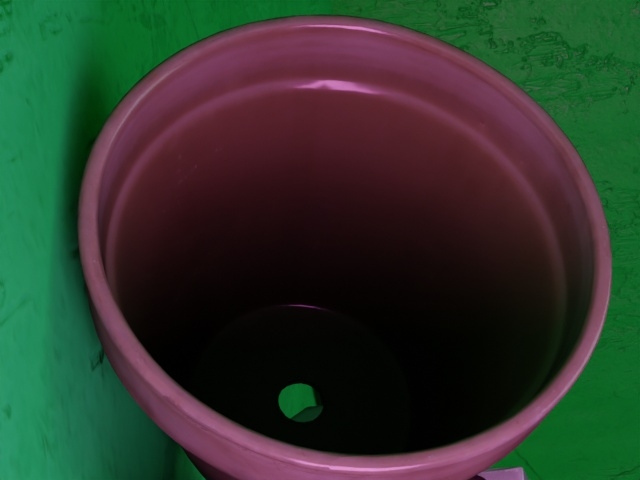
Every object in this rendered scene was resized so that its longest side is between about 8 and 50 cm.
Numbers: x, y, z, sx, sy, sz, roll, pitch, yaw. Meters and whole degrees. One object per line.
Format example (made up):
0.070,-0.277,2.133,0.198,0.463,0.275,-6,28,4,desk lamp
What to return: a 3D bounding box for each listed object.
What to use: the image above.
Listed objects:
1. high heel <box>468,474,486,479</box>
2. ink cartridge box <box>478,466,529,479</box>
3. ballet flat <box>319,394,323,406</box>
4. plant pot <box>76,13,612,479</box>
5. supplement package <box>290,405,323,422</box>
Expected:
0.106,0.282,0.890,0.181,0.127,0.377,55,-9,18,high heel
0.204,0.401,1.257,0.296,0.066,0.261,57,31,-57,ink cartridge box
0.043,0.251,1.836,0.124,0.116,0.342,-128,-158,-63,ballet flat
-0.001,0.057,0.845,0.280,0.323,0.323,105,-16,-57,plant pot
0.064,0.313,1.280,0.199,0.198,0.263,-14,97,-73,supplement package
